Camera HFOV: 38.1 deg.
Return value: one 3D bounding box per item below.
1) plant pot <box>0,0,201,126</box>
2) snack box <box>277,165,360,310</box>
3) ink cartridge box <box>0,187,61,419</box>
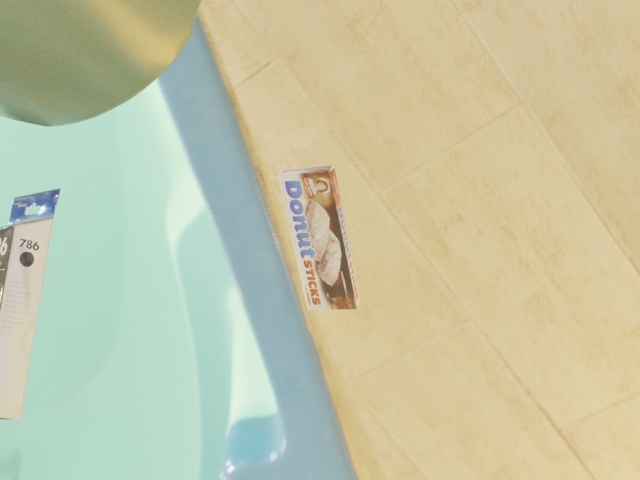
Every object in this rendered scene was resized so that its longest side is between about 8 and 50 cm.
[{"bbox_3d":[-0.252,-0.257,0.631,0.341,0.341,0.334,-6,159,17],"label":"plant pot"},{"bbox_3d":[0.000,0.000,1.083,0.064,0.022,0.178,-3,115,20],"label":"snack box"},{"bbox_3d":[-0.462,0.083,1.330,0.065,0.333,0.165,17,164,-39],"label":"ink cartridge box"}]
